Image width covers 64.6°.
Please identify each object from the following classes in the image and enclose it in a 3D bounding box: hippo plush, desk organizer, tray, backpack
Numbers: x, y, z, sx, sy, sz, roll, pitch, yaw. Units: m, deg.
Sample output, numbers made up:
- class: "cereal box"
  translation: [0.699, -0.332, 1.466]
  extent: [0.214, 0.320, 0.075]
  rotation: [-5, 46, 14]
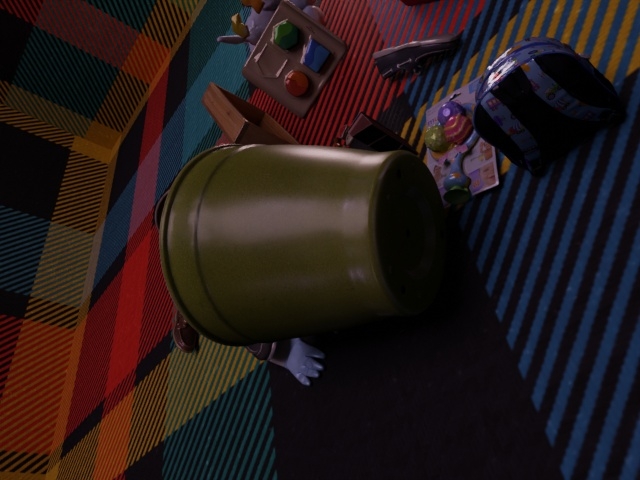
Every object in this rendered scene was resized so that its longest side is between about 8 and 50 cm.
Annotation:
- class: "hippo plush"
  translation: [-0.120, -0.599, 1.501]
  extent: [0.294, 0.234, 0.236]
  rotation: [-58, 4, -6]
- class: "desk organizer"
  translation: [0.116, -0.181, 0.933]
  extent: [0.047, 0.130, 0.050]
  rotation: [-53, 38, 20]
- class: "tray"
  translation: [-0.183, -0.304, 1.363]
  extent: [0.076, 0.202, 0.411]
  rotation: [-59, 34, 14]
- class: "backpack"
  translation: [0.278, -0.190, 0.667]
  extent: [0.158, 0.173, 0.117]
  rotation: [-40, 42, 37]

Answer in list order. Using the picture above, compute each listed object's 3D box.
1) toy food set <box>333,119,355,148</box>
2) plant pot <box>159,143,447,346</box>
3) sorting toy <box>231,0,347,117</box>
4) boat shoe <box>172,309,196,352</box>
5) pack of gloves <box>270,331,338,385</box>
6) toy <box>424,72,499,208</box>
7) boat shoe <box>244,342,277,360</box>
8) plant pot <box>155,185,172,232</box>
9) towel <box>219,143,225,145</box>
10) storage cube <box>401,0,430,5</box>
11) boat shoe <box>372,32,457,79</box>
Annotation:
- class: "toy food set"
  translation: [0.044, -0.217, 1.157]
  extent: [0.077, 0.019, 0.122]
  rotation: [2, 73, 55]
- class: "plant pot"
  translation: [0.000, 0.000, 0.822]
  extent: [0.352, 0.366, 0.367]
  rotation: [-3, 68, 37]
- class: "sorting toy"
  translation: [-0.112, -0.498, 1.320]
  extent: [0.229, 0.307, 0.041]
  rotation: [-54, 0, 22]
- class: "boat shoe"
  translation: [-0.386, 0.245, 1.458]
  extent: [0.060, 0.064, 0.178]
  rotation: [-54, 33, 22]
- class: "pack of gloves"
  translation: [-0.051, 0.175, 1.039]
  extent: [0.232, 0.046, 0.195]
  rotation: [10, 79, 57]
- class: "toy"
  translation: [0.219, -0.172, 0.849]
  extent: [0.136, 0.056, 0.238]
  rotation: [-26, 51, 44]
- class: "boat shoe"
  translation: [-0.177, 0.154, 1.154]
  extent: [0.335, 0.095, 0.112]
  rotation: [-120, 46, -58]
- class: "plant pot"
  translation: [-0.332, -0.115, 1.480]
  extent: [0.237, 0.237, 0.254]
  rotation: [-50, 21, 25]
- class: "towel"
  translation: [-0.370, -0.224, 1.748]
  extent: [0.144, 0.029, 0.197]
  rotation: [-36, 47, 39]
- class: "storage cube"
  translation: [0.213, -0.614, 1.001]
  extent: [0.193, 0.183, 0.215]
  rotation: [27, 93, 56]
- class: "boat shoe"
  translation: [0.192, -0.368, 1.019]
  extent: [0.206, 0.075, 0.065]
  rotation: [9, 122, 51]
